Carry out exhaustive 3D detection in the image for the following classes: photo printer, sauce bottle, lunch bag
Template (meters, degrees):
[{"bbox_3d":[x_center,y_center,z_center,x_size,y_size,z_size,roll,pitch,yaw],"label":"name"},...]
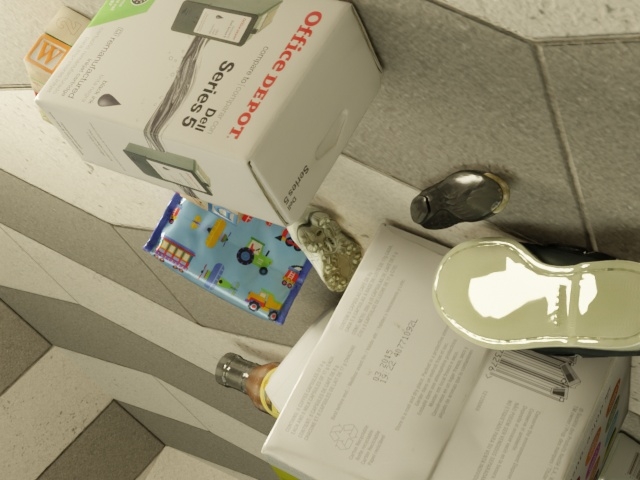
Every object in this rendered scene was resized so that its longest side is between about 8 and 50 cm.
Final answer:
[{"bbox_3d":[0.056,0.244,1.900,0.256,0.107,0.307,49,146,10],"label":"photo printer"},{"bbox_3d":[-0.057,0.306,2.359,0.344,0.111,0.111,16,156,32],"label":"sauce bottle"},{"bbox_3d":[-0.143,0.023,1.797,0.221,0.138,0.293,30,170,-7],"label":"lunch bag"}]

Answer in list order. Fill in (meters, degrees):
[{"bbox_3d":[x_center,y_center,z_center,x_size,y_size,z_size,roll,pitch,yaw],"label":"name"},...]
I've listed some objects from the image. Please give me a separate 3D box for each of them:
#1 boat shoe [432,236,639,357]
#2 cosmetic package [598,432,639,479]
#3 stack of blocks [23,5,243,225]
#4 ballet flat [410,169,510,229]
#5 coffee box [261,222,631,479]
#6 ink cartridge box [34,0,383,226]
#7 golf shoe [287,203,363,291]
[{"bbox_3d":[0.265,0.066,1.309,0.113,0.127,0.340,15,169,-35],"label":"boat shoe"},{"bbox_3d":[0.425,0.358,1.841,0.117,0.085,0.231,34,159,-10],"label":"cosmetic package"},{"bbox_3d":[-0.208,-0.150,1.492,0.297,0.087,0.171,29,160,5],"label":"stack of blocks"},{"bbox_3d":[0.156,-0.046,1.311,0.049,0.057,0.173,-6,177,-26],"label":"ballet flat"},{"bbox_3d":[0.176,0.243,1.531,0.338,0.338,0.334,22,159,22],"label":"coffee box"},{"bbox_3d":[-0.107,-0.151,1.179,0.273,0.198,0.115,18,156,31],"label":"ink cartridge box"},{"bbox_3d":[0.000,0.000,1.631,0.086,0.069,0.176,41,168,39],"label":"golf shoe"}]
